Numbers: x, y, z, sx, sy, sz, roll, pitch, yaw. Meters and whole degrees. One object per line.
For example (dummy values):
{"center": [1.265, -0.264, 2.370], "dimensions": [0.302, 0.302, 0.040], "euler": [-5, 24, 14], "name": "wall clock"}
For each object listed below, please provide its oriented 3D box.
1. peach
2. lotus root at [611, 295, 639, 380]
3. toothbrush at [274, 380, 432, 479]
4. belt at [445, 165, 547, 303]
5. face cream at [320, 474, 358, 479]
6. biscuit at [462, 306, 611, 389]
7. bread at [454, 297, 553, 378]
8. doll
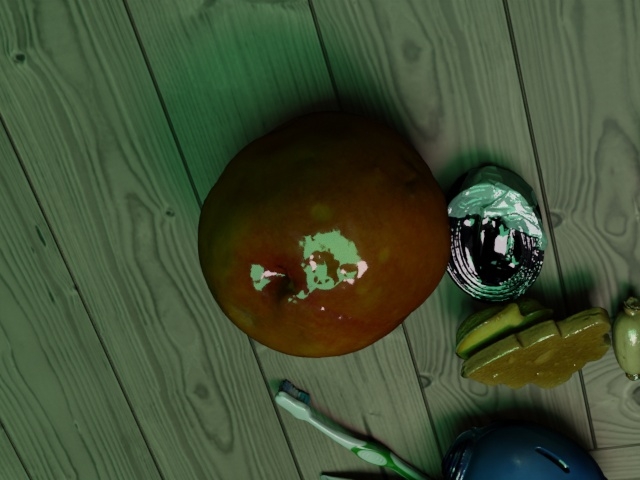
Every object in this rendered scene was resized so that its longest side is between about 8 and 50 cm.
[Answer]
{"center": [0.000, 0.000, 1.415], "dimensions": [0.342, 0.302, 0.343], "euler": [6, 117, 11], "name": "peach"}
{"center": [0.465, 0.143, 1.562], "dimensions": [0.073, 0.062, 0.150], "euler": [-29, 124, -25], "name": "lotus root"}
{"center": [0.096, 0.362, 1.766], "dimensions": [0.418, 0.040, 0.042], "euler": [36, 128, -12], "name": "toothbrush"}
{"center": [0.246, -0.010, 1.507], "dimensions": [0.151, 0.078, 0.198], "euler": [-5, 117, 14], "name": "belt"}
{"center": [0.111, 0.449, 1.794], "dimensions": [0.224, 0.070, 0.114], "euler": [2, 125, 31], "name": "face cream"}
{"center": [0.316, 0.165, 1.555], "dimensions": [0.238, 0.041, 0.212], "euler": [-6, 148, -17], "name": "biscuit"}
{"center": [0.250, 0.139, 1.572], "dimensions": [0.149, 0.065, 0.188], "euler": [-6, 147, -29], "name": "bread"}
{"center": [0.300, 0.429, 1.636], "dimensions": [0.284, 0.310, 0.240], "euler": [34, 157, 15], "name": "doll"}
